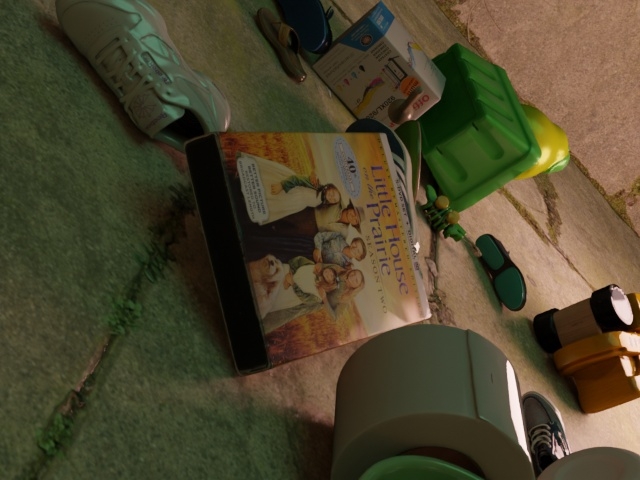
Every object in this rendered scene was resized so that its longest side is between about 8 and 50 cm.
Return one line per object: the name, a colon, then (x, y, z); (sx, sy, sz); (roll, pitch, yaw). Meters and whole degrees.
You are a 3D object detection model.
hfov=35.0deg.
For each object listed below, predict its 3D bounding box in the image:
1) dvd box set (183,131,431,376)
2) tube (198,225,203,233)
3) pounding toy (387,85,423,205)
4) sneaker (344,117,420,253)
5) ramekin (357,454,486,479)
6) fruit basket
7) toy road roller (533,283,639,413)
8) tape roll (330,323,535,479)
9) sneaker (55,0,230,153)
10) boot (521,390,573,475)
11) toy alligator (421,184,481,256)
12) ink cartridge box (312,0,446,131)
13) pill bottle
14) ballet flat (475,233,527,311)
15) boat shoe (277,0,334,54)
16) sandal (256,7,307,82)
dvd box set: (0.000, 0.000, 1.421); (0.420, 0.062, 0.307); (-7, 83, -56)
tube: (-0.073, -0.033, 1.475); (0.070, 0.062, 0.240); (20, 37, 28)
pounding toy: (0.133, -0.175, 1.999); (0.183, 0.110, 0.236); (123, -30, -85)
sneaker: (0.082, -0.115, 1.812); (0.148, 0.131, 0.350); (37, 28, -41)
ramekin: (0.125, 0.394, 1.085); (0.304, 0.148, 0.303); (25, 29, -15)
fruit basket: (0.390, -0.235, 2.349); (0.392, 0.283, 0.392); (46, 24, -27)
toy road roller: (0.636, 0.251, 2.234); (0.330, 0.203, 0.240); (12, 58, -49)
tape roll: (0.137, 0.249, 1.273); (0.246, 0.246, 0.169); (43, 25, -21)
sneaker: (-0.242, -0.233, 1.415); (0.305, 0.114, 0.152); (42, 25, -23)
boot: (0.402, 0.355, 1.812); (0.086, 0.069, 0.190); (16, 44, -58)
toy alligator: (0.264, -0.031, 2.130); (0.051, 0.056, 0.189); (-35, 89, -24)
ink cartridge box: (0.132, -0.360, 2.189); (0.232, 0.171, 0.168); (47, 25, -11)
pill bottle: (0.439, 0.481, 1.504); (0.181, 0.182, 0.322); (-55, 127, -65)
ballet flat: (0.404, 0.071, 2.213); (0.074, 0.074, 0.203); (22, 36, -49)
boat shoe: (-0.024, -0.497, 2.184); (0.089, 0.109, 0.258); (26, 37, -51)
sandal: (-0.067, -0.398, 2.036); (0.072, 0.049, 0.180); (7, 50, -58)
